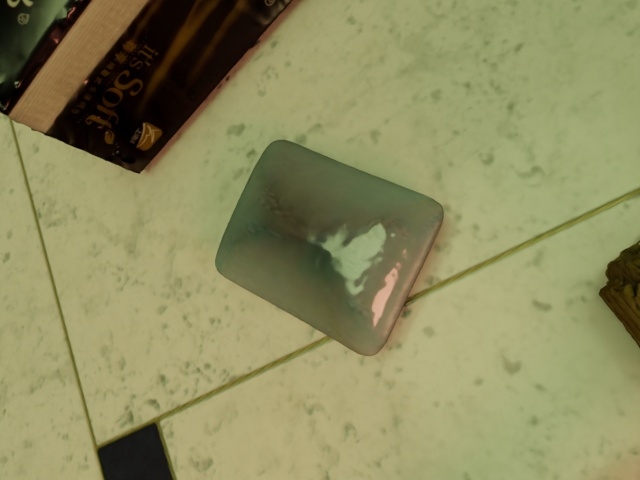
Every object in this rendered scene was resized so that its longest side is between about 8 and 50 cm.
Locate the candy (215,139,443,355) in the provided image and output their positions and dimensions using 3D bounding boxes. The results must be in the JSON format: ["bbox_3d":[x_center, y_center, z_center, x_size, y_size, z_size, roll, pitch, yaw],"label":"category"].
[{"bbox_3d":[0.000,0.000,0.449,0.174,0.071,0.138,26,92,24],"label":"candy"}]

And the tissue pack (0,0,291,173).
[{"bbox_3d":[-0.165,-0.267,0.489,0.370,0.198,0.210,-44,71,11],"label":"tissue pack"}]

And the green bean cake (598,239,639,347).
[{"bbox_3d":[0.273,0.009,0.254,0.224,0.230,0.131,-34,77,17],"label":"green bean cake"}]
